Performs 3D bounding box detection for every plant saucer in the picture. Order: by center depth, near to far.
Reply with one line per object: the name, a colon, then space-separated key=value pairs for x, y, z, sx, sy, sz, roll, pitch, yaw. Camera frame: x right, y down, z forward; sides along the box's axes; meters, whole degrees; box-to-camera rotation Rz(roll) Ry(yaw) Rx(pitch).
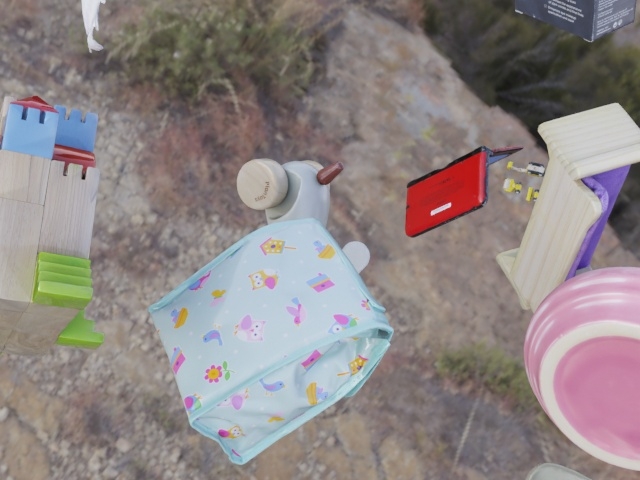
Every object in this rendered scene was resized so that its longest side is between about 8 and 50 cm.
plant saucer: x=0.438 y=0.198 z=1.418 sx=0.332 sy=0.332 sz=0.084 roll=41 pitch=41 yaw=3

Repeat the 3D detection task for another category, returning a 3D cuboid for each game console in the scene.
game console: x=0.191 y=-0.065 z=1.345 sx=0.085 sy=0.144 sz=0.124 roll=24 pitch=57 yaw=-32

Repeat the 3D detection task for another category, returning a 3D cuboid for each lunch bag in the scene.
lunch bag: x=-0.057 y=0.113 z=1.284 sx=0.160 sy=0.262 sz=0.223 roll=54 pitch=3 yaw=-46

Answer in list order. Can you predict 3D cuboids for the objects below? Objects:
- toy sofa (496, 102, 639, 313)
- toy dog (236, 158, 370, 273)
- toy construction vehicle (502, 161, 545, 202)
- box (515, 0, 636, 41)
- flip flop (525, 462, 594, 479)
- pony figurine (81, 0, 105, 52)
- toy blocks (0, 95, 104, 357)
toy sofa: x=0.418 y=-0.027 z=1.637 sx=0.150 sy=0.363 sz=0.177 roll=-16 pitch=54 yaw=-16
toy dog: x=0.000 y=0.000 z=1.652 sx=0.220 sy=0.161 sz=0.334 roll=-45 pitch=114 yaw=-50
toy construction vehicle: x=0.441 y=-0.122 z=2.169 sx=0.098 sy=0.035 sz=0.086 roll=11 pitch=74 yaw=8
box: x=0.360 y=-0.386 z=1.429 sx=0.093 sy=0.158 sz=0.156 roll=-27 pitch=41 yaw=-25
flip flop: x=0.457 y=0.426 z=1.601 sx=0.277 sy=0.080 sz=0.112 roll=21 pitch=73 yaw=17
pony figurine: x=-0.341 y=-0.531 z=1.668 sx=0.363 sy=0.303 sz=0.351 roll=-10 pitch=70 yaw=-6
toy blocks: x=-0.312 y=-0.029 z=1.097 sx=0.190 sy=0.381 sz=0.261 roll=10 pitch=71 yaw=-20
